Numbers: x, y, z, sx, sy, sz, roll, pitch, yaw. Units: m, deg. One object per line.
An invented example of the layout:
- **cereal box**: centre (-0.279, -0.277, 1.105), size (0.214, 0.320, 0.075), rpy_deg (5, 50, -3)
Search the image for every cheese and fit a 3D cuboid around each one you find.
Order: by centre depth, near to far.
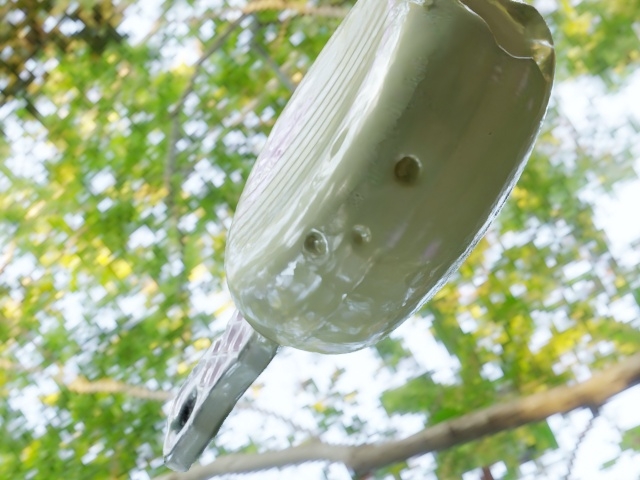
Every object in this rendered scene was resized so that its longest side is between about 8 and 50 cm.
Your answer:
- **cheese**: centre (0.000, 0.000, 0.652), size (0.064, 0.227, 0.137), rpy_deg (29, -151, -14)
